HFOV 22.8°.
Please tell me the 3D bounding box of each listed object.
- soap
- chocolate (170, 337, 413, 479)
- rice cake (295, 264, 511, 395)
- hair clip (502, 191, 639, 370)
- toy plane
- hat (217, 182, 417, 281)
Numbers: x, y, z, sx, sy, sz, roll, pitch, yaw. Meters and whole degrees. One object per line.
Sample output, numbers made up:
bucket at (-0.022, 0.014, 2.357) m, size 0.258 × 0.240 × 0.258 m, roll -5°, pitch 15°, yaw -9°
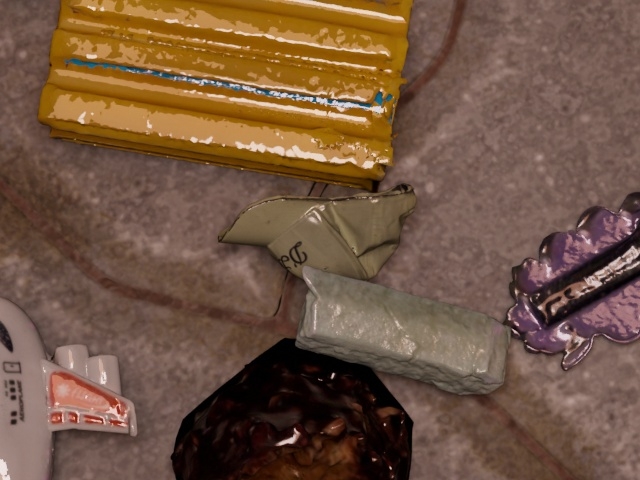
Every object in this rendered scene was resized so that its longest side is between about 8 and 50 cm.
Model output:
soap at (-0.080, -0.167, 1.451) m, size 0.324 × 0.096 × 0.204 m, roll 10°, pitch 81°, yaw 1°
chocolate at (-0.022, 0.198, 1.351) m, size 0.224 × 0.177 × 0.206 m, roll -39°, pitch 83°, yaw -5°
rice cake at (0.070, 0.084, 1.405) m, size 0.206 × 0.063 × 0.069 m, roll 14°, pitch 65°, yaw -13°
hair clip at (0.255, 0.037, 1.446) m, size 0.195 × 0.052 × 0.124 m, roll -35°, pitch 77°, yaw -1°
toy plane at (-0.284, 0.169, 1.380) m, size 0.252 × 0.118 × 0.252 m, roll 0°, pitch 73°, yaw -1°
hat at (-0.005, -0.005, 1.411) m, size 0.166 × 0.122 × 0.081 m, roll 3°, pitch 71°, yaw -22°
